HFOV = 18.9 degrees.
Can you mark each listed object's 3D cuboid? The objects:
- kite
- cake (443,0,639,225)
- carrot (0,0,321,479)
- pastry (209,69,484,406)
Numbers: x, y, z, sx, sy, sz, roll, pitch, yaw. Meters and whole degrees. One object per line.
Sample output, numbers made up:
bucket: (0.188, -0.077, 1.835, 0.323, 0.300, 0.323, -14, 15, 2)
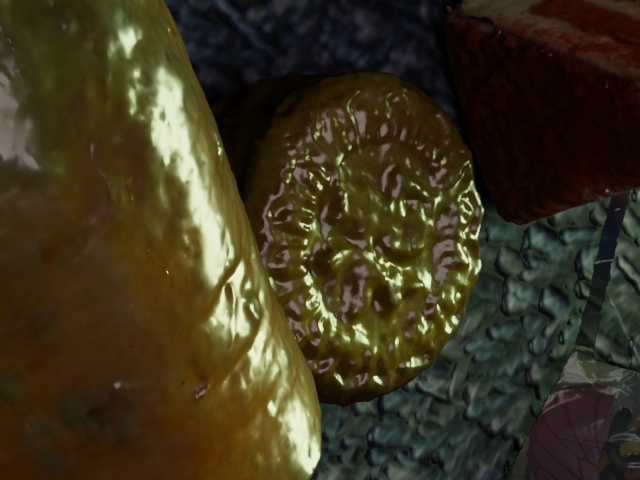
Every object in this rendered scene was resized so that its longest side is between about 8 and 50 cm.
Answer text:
kite: (0.227, 0.108, 1.252, 0.022, 0.204, 0.360, 86, 21, -74)
cake: (0.215, -0.070, 1.155, 0.158, 0.262, 0.159, -30, 131, -32)
carrot: (-0.139, -0.001, 0.854, 0.224, 0.224, 0.340, -45, 121, -29)
pastry: (0.000, 0.000, 1.056, 0.189, 0.103, 0.188, -6, 99, -41)
